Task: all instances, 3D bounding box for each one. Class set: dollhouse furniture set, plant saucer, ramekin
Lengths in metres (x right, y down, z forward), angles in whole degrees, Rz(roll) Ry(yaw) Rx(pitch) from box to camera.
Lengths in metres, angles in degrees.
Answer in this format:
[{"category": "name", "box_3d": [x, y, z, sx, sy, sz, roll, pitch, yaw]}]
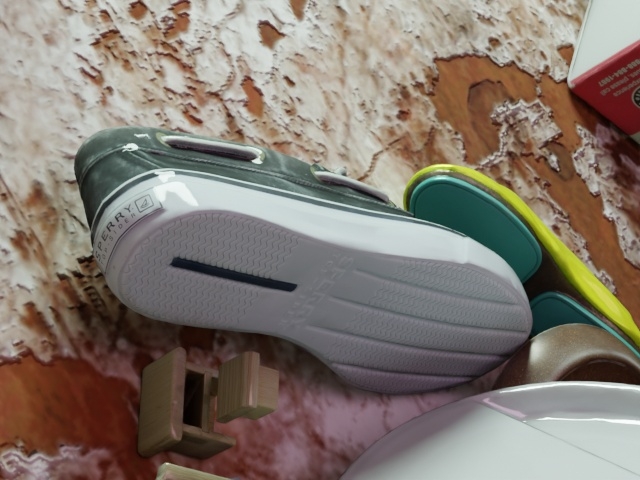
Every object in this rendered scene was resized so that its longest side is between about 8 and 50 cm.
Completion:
[{"category": "dollhouse furniture set", "box_3d": [-0.055, 0.108, 0.902, 0.101, 0.182, 0.161, 19, 57, -31]}, {"category": "plant saucer", "box_3d": [0.173, 0.139, 1.136, 0.168, 0.029, 0.168, -2, 93, -35]}, {"category": "ramekin", "box_3d": [0.139, 0.200, 0.970, 0.273, 0.273, 0.127, -38, 129, -44]}]

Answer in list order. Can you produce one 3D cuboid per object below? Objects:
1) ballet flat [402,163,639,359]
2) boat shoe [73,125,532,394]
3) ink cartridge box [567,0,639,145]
[{"category": "ballet flat", "box_3d": [0.142, 0.021, 1.198, 0.231, 0.077, 0.077, 42, 26, -18]}, {"category": "boat shoe", "box_3d": [0.000, 0.000, 1.049, 0.335, 0.121, 0.119, 22, 31, -43]}, {"category": "ink cartridge box", "box_3d": [0.383, -0.122, 1.356, 0.306, 0.226, 0.131, 34, 51, -23]}]
